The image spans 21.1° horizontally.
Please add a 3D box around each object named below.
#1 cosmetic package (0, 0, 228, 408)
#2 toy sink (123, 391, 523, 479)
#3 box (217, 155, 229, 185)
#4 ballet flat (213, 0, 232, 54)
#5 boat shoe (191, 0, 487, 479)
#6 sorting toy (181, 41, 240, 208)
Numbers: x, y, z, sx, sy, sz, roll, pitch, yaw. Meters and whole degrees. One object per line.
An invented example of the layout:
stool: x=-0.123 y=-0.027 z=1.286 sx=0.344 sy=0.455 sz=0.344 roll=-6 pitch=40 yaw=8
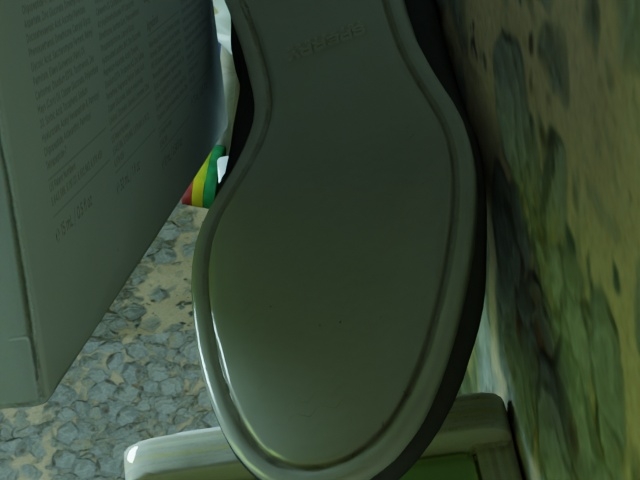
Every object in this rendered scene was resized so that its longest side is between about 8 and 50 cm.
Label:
cosmetic package: x=-0.111 y=-0.138 z=0.571 sx=0.377 sy=0.097 sz=0.284 roll=-74 pitch=-19 yaw=-75
toy sink: x=0.006 y=0.146 z=0.673 sx=0.131 sy=0.153 sz=0.234 roll=89 pitch=173 yaw=-52
box: x=-0.022 y=0.002 z=1.168 sx=0.101 sy=0.087 sz=0.102 roll=94 pitch=169 yaw=-69
ballet flat: x=-0.039 y=-0.191 z=0.916 sx=0.123 sy=0.123 sz=0.348 roll=-103 pitch=7 yaw=-50
boat shoe: x=0.013 y=-0.027 z=0.685 sx=0.095 sy=0.112 sz=0.335 roll=62 pitch=-162 yaw=-46
sorting toy: x=-0.071 y=-0.157 z=1.252 sx=0.274 sy=0.046 sz=0.132 roll=-78 pitch=-3 yaw=-45
